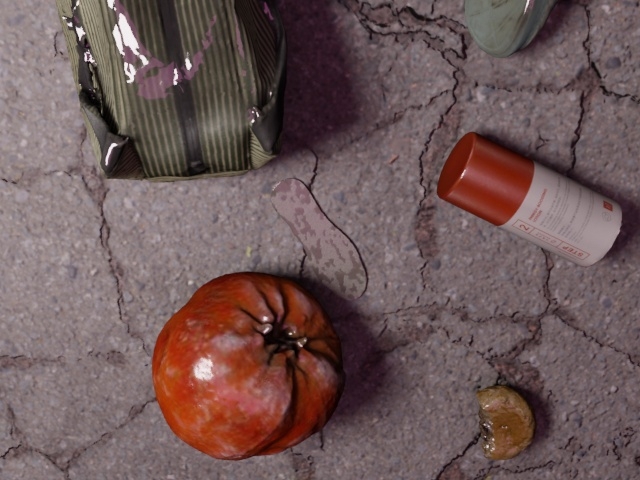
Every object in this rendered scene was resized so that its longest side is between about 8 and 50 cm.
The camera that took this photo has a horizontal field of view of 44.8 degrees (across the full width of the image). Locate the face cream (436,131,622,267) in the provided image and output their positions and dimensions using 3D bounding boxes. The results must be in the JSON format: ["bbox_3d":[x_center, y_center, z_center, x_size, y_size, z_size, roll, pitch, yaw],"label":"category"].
[{"bbox_3d":[0.263,-0.052,0.986,0.214,0.096,0.096,24,104,-10],"label":"face cream"}]

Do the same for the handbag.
[{"bbox_3d":[-0.164,-0.216,0.840,0.247,0.240,0.341,-10,106,-4],"label":"handbag"}]

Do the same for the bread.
[{"bbox_3d":[0.262,0.253,1.100,0.082,0.060,0.113,-6,109,-1],"label":"bread"}]

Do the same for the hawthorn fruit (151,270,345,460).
[{"bbox_3d":[-0.107,0.176,0.993,0.242,0.242,0.271,35,133,-13],"label":"hawthorn fruit"}]

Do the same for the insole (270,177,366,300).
[{"bbox_3d":[0.000,0.000,1.034,0.065,0.006,0.193,-34,106,8],"label":"insole"}]

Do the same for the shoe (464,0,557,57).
[{"bbox_3d":[0.254,-0.338,0.905,0.100,0.103,0.251,-14,131,-43],"label":"shoe"}]
